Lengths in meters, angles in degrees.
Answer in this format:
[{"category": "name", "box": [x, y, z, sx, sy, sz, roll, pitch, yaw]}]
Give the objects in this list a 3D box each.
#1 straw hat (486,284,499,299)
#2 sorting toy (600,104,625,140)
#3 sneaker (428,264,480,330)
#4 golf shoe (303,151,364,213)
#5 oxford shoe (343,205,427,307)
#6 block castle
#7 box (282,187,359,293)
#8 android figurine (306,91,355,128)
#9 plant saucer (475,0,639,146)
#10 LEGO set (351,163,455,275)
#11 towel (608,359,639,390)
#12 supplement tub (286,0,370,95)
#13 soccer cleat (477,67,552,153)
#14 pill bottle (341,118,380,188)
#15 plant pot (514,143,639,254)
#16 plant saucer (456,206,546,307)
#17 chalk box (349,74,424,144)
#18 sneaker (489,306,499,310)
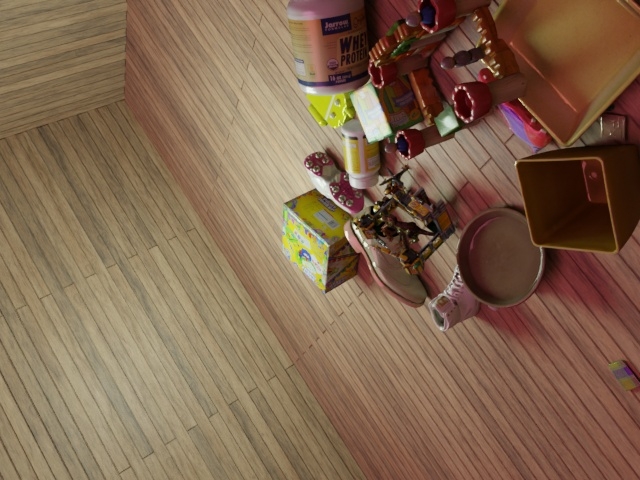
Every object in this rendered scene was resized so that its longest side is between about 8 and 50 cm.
[{"category": "straw hat", "box": [0.549, 0.120, 1.740, 0.144, 0.144, 0.061, 36, -175, 39]}, {"category": "sorting toy", "box": [0.637, -0.260, 1.326, 0.062, 0.012, 0.083, 30, 142, 52]}, {"category": "sneaker", "box": [0.422, 0.158, 1.878, 0.108, 0.169, 0.293, 38, 142, 41]}, {"category": "golf shoe", "box": [0.058, -0.198, 2.259, 0.306, 0.115, 0.140, 50, 165, 26]}, {"category": "oxford shoe", "box": [0.246, 0.057, 2.121, 0.397, 0.140, 0.146, 49, 130, 5]}, {"category": "block castle", "box": [0.267, -0.392, 1.490, 0.453, 0.212, 0.303, 158, 91, -77]}, {"category": "box", "box": [0.000, 0.000, 2.426, 0.290, 0.177, 0.279, 43, 146, 31]}, {"category": "android figurine", "box": [0.028, -0.497, 2.086, 0.273, 0.056, 0.248, 55, 151, 18]}, {"category": "plant saucer", "box": [0.528, -0.424, 1.296, 0.333, 0.081, 0.333, 54, 151, 17]}, {"category": "LEGO set", "box": [0.244, -0.073, 1.878, 0.331, 0.255, 0.192, 52, 179, 41]}, {"category": "towel", "box": [0.796, 0.353, 1.593, 0.083, 0.009, 0.060, 56, 152, 13]}, {"category": "supplement tub", "box": [0.024, -0.614, 1.806, 0.228, 0.228, 0.316, 28, 137, 46]}, {"category": "soccer cleat", "box": [0.466, -0.319, 1.493, 0.248, 0.083, 0.095, 50, 154, 18]}, {"category": "pill bottle", "box": [0.136, -0.285, 2.018, 0.119, 0.119, 0.209, 30, 137, 45]}, {"category": "plant pot", "box": [0.591, -0.112, 1.346, 0.212, 0.187, 0.212, 7, 120, 56]}, {"category": "plant saucer", "box": [0.500, 0.047, 1.687, 0.277, 0.041, 0.278, 1, 92, 48]}, {"category": "chalk box", "box": [0.205, -0.375, 1.816, 0.132, 0.132, 0.213, -11, 106, 61]}, {"category": "sneaker", "box": [0.527, 0.149, 1.817, 0.061, 0.053, 0.152, 21, 131, 47]}]
